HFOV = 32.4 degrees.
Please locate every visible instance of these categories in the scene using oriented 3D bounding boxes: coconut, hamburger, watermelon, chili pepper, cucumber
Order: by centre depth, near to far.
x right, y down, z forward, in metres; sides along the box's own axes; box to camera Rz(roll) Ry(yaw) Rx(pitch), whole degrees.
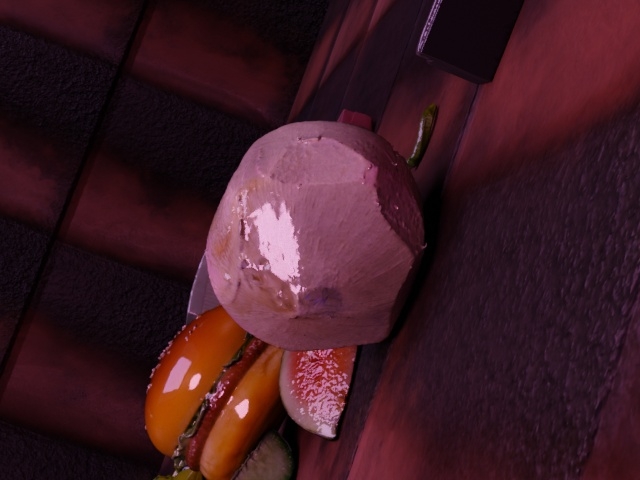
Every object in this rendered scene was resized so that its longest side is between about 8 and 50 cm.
[{"bbox_3d":[-0.002,-0.001,1.105,0.230,0.227,0.227,-85,18,-65],"label":"coconut"},{"bbox_3d":[0.009,0.131,1.275,0.119,0.063,0.245,-40,27,45],"label":"watermelon"},{"bbox_3d":[0.118,-0.124,1.293,0.030,0.017,0.083,-143,73,-82],"label":"chili pepper"},{"bbox_3d":[-0.102,0.357,1.358,0.115,0.063,0.243,-42,-18,-55],"label":"cucumber"},{"bbox_3d":[-0.123,0.183,1.403,0.246,0.170,0.246,-59,-7,-12],"label":"hamburger"}]

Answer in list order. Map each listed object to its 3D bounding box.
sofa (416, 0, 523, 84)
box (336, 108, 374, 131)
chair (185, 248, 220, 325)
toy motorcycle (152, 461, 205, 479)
[{"bbox_3d":[0.156,-0.242,1.122,0.060,0.085,0.147,-142,73,-78],"label":"sofa"},{"bbox_3d":[0.025,-0.112,1.700,0.111,0.060,0.156,-79,16,-48],"label":"box"},{"bbox_3d":[-0.104,0.079,1.729,0.274,0.191,0.203,115,173,-79],"label":"chair"},{"bbox_3d":[-0.246,0.463,1.754,0.342,0.142,0.206,-80,12,-59],"label":"toy motorcycle"}]
